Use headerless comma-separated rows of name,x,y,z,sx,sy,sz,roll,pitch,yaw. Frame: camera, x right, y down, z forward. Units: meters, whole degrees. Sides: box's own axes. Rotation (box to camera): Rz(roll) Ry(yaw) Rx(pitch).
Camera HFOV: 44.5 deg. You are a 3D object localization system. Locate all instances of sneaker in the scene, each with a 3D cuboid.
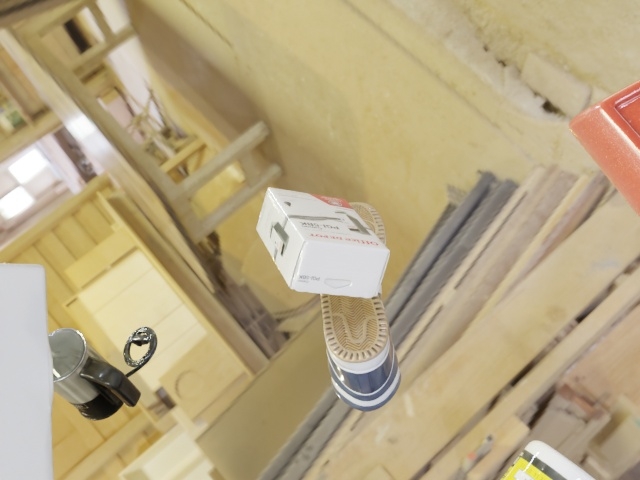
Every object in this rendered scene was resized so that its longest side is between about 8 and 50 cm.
sneaker,0.048,0.088,1.026,0.282,0.099,0.153,-91,-9,-46

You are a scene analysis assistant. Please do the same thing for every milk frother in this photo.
milk frother,-0.315,0.165,1.117,0.135,0.129,0.143,67,-158,-53

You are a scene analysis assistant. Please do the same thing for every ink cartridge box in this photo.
ink cartridge box,0.000,0.000,0.822,0.135,0.099,0.056,-127,49,-57

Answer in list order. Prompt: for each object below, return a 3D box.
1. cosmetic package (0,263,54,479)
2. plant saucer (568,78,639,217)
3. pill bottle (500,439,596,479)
cosmetic package,-0.459,0.133,0.629,0.161,0.453,0.230,-13,78,39
plant saucer,0.423,-0.109,0.774,0.258,0.259,0.048,65,-174,36
pill bottle,0.345,0.529,1.345,0.188,0.334,0.188,39,174,5
